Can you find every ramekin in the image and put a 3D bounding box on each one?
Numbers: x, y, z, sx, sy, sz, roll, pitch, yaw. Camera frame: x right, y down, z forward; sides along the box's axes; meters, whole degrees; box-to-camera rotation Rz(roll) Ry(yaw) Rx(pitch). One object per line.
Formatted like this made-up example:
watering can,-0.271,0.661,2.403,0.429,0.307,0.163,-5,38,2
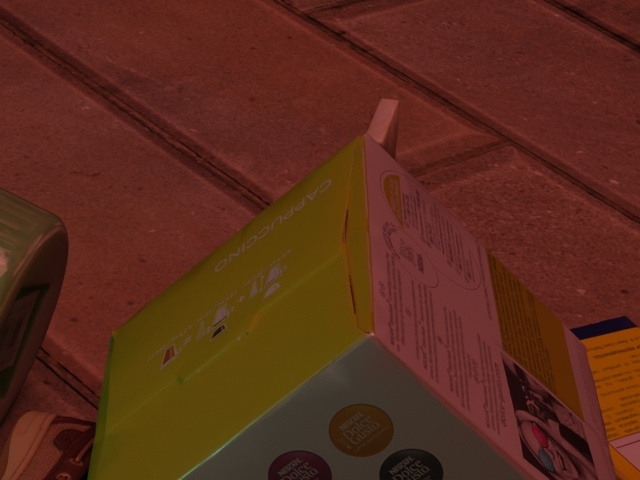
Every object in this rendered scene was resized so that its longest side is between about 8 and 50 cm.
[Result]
ramekin,-0.369,0.077,1.914,0.148,0.303,0.303,22,32,5

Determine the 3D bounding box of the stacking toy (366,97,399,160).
stacking toy,0.000,0.000,2.186,0.130,0.279,0.309,6,31,14

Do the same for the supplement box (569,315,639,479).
supplement box,0.321,0.262,1.920,0.194,0.195,0.356,-11,36,-32

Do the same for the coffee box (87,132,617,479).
coffee box,0.026,0.179,1.704,0.334,0.337,0.338,43,23,-22

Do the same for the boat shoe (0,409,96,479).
boat shoe,-0.236,0.271,1.707,0.123,0.123,0.342,2,29,6
